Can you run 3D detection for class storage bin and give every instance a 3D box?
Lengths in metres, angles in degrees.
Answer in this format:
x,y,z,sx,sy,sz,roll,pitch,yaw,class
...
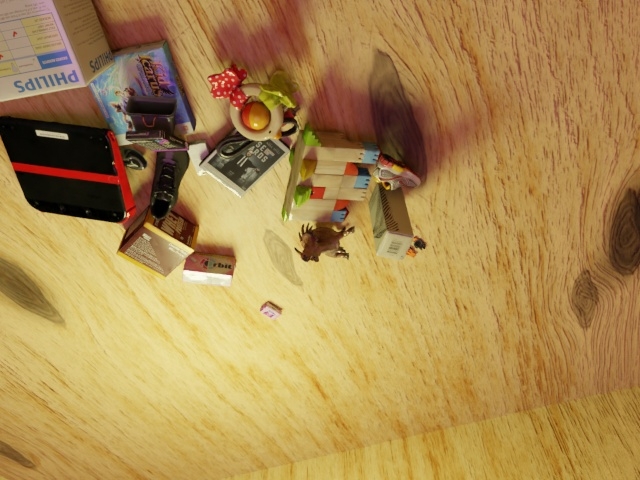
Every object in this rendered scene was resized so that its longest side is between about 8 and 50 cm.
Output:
x,y,z,sx,sy,sz,roll,pitch,yaw,class
-0.477,-0.346,1.497,0.135,0.098,0.091,1,141,-5,storage bin

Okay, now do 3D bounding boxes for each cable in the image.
x,y,z,sx,sy,sz,roll,pitch,yaw,class
-0.183,-0.336,1.597,0.287,0.072,0.139,-34,131,17,cable

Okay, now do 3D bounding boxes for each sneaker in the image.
x,y,z,sx,sy,sz,roll,pitch,yaw,class
0.242,-0.208,1.692,0.225,0.088,0.092,14,119,-47,sneaker
-0.641,-0.262,1.643,0.188,0.078,0.067,22,126,-21,sneaker
-0.485,-0.192,1.670,0.109,0.130,0.286,10,120,-12,sneaker

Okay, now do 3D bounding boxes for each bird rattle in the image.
x,y,z,sx,sy,sz,roll,pitch,yaw,class
-0.193,-0.383,1.478,0.254,0.143,0.206,6,117,10,bird rattle

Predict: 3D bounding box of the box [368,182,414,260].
x,y,z,sx,sy,sz,roll,pitch,yaw,class
0.228,-0.069,1.723,0.094,0.275,0.113,11,128,-12,box

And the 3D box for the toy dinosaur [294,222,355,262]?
x,y,z,sx,sy,sz,roll,pitch,yaw,class
0.000,0.000,1.825,0.201,0.296,0.127,4,94,-9,toy dinosaur

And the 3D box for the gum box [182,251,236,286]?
x,y,z,sx,sy,sz,roll,pitch,yaw,class
-0.411,0.106,1.951,0.189,0.107,0.062,8,130,-9,gum box

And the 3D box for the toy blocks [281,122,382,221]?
x,y,z,sx,sy,sz,roll,pitch,yaw,class
0.039,-0.199,1.689,0.261,0.190,0.381,1,132,-18,toy blocks

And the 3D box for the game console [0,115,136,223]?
x,y,z,sx,sy,sz,roll,pitch,yaw,class
-0.787,-0.216,1.642,0.387,0.060,0.341,8,127,9,game console

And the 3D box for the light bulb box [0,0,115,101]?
x,y,z,sx,sy,sz,roll,pitch,yaw,class
-0.758,-0.547,1.265,0.358,0.225,0.360,-9,121,5,light bulb box

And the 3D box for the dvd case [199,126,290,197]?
x,y,z,sx,sy,sz,roll,pitch,yaw,class
-0.241,-0.267,1.671,0.239,0.029,0.179,-41,122,18,dvd case

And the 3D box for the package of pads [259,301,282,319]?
x,y,z,sx,sy,sz,roll,pitch,yaw,class
-0.206,0.293,2.170,0.083,0.032,0.050,36,119,-29,package of pads

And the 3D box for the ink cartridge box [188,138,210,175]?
x,y,z,sx,sy,sz,roll,pitch,yaw,class
-0.382,-0.266,1.686,0.063,0.029,0.115,-10,131,4,ink cartridge box

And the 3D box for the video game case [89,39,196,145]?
x,y,z,sx,sy,sz,roll,pitch,yaw,class
-0.523,-0.422,1.525,0.245,0.061,0.269,-10,130,4,video game case

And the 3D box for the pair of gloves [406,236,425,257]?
x,y,z,sx,sy,sz,roll,pitch,yaw,class
0.353,0.026,1.985,0.074,0.010,0.083,36,118,-27,pair of gloves

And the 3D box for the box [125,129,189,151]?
x,y,z,sx,sy,sz,roll,pitch,yaw,class
-0.470,-0.288,1.520,0.116,0.162,0.029,0,89,12,box

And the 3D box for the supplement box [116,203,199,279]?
x,y,z,sx,sy,sz,roll,pitch,yaw,class
-0.567,0.000,1.838,0.191,0.129,0.194,35,121,-28,supplement box
